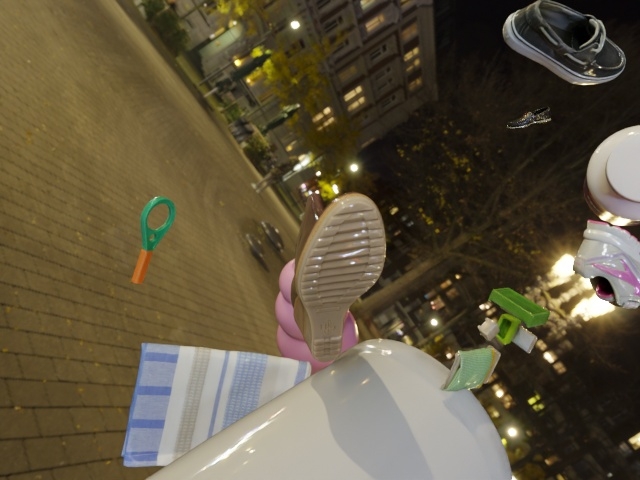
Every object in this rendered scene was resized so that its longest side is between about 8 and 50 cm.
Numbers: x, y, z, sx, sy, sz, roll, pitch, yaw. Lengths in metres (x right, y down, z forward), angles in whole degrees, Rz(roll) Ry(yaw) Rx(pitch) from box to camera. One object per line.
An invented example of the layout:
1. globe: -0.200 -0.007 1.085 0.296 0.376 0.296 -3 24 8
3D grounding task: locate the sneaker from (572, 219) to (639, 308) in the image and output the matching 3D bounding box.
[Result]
1. sneaker: 0.544 0.072 0.844 0.252 0.111 0.103 34 7 -3

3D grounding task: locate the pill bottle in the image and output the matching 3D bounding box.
1. pill bottle: 0.635 -0.124 0.968 0.181 0.182 0.323 57 22 17

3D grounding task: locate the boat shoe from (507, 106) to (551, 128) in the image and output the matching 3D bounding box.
1. boat shoe: 0.630 -0.371 1.458 0.049 0.133 0.041 -97 171 -65

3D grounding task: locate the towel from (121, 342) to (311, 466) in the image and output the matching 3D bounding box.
1. towel: -0.165 0.283 0.793 0.285 0.209 0.034 11 4 -15

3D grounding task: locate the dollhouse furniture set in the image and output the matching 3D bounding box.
1. dollhouse furniture set: 0.212 0.135 0.577 0.076 0.151 0.059 1 26 -36

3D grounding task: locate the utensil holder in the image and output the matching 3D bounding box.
1. utensil holder: -0.002 0.348 0.609 0.328 0.386 0.327 20 -62 43

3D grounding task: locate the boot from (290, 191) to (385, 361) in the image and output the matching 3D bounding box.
1. boot: 0.000 0.000 0.587 0.206 0.090 0.248 -103 -162 -47

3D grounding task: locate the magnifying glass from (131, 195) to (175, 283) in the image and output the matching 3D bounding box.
1. magnifying glass: -0.424 0.000 1.199 0.026 0.230 0.092 25 11 27

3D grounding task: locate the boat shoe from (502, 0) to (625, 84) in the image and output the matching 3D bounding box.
1. boat shoe: 0.584 -0.447 1.098 0.119 0.336 0.120 176 -77 -71

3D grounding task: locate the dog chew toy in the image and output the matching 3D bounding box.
1. dog chew toy: -0.017 0.175 1.169 0.206 0.207 0.331 -121 -161 -52
